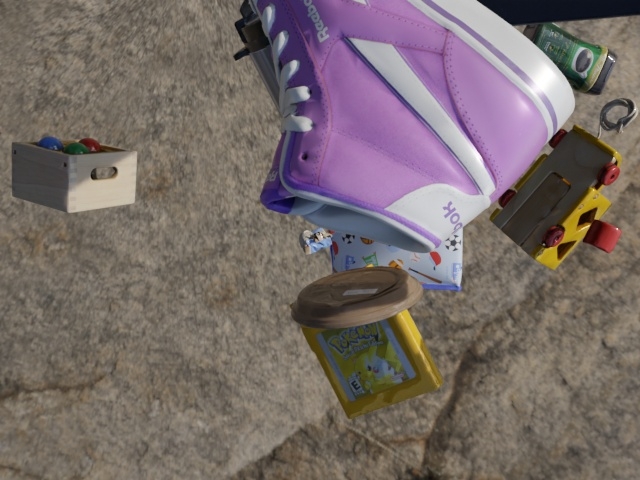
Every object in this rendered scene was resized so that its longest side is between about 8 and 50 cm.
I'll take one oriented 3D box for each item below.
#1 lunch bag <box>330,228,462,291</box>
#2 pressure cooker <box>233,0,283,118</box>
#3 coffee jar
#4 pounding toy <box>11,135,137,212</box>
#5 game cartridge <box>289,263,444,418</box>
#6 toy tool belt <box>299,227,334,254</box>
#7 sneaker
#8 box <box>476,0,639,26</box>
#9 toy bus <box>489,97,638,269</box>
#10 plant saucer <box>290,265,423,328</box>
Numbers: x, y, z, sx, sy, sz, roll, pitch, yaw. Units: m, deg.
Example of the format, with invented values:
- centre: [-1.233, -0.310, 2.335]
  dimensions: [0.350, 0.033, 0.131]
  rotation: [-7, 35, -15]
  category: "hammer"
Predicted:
- centre: [0.215, -0.038, 2.033]
  dimensions: [0.385, 0.239, 0.327]
  rotation: [0, 101, 11]
  category: "lunch bag"
- centre: [0.019, -0.475, 1.700]
  dimensions: [0.370, 0.375, 0.420]
  rotation: [-37, 111, -21]
  category: "pressure cooker"
- centre: [0.471, -0.349, 1.352]
  dimensions: [0.184, 0.079, 0.096]
  rotation: [21, 99, -12]
  category: "coffee jar"
- centre: [-0.383, -0.117, 1.089]
  dimensions: [0.206, 0.181, 0.094]
  rotation: [15, 106, 29]
  category: "pounding toy"
- centre: [0.101, 0.244, 1.687]
  dimensions: [0.285, 0.053, 0.323]
  rotation: [-30, 89, 35]
  category: "game cartridge"
- centre: [0.000, 0.000, 1.427]
  dimensions: [0.083, 0.051, 0.052]
  rotation: [-26, 128, -5]
  category: "toy tool belt"
- centre: [-0.010, -0.108, 0.426]
  dimensions: [0.282, 0.102, 0.161]
  rotation: [42, 86, 20]
  category: "sneaker"
- centre: [0.379, -0.472, 1.040]
  dimensions: [0.293, 0.395, 0.212]
  rotation: [3, 120, 26]
  category: "box"
- centre: [0.323, -0.060, 0.917]
  dimensions: [0.104, 0.202, 0.191]
  rotation: [22, 67, -47]
  category: "toy bus"
- centre: [0.072, 0.109, 1.453]
  dimensions: [0.278, 0.278, 0.041]
  rotation: [-12, 104, -4]
  category: "plant saucer"
